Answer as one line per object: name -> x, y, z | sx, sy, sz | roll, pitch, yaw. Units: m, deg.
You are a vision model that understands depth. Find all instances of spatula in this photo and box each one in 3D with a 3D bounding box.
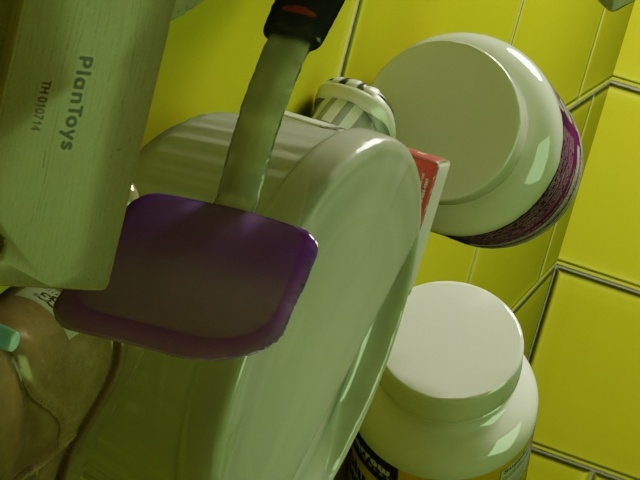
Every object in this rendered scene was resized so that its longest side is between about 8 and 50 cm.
spatula -> -0.019, -0.062, 0.725 | 0.030, 0.084, 0.296 | 92, 15, -51

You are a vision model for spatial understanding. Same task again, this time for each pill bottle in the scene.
pill bottle -> 0.127, -0.083, 1.476 | 0.301, 0.169, 0.169 | 14, 95, -76
pill bottle -> 0.121, 0.196, 1.771 | 0.334, 0.188, 0.188 | 89, 24, -51

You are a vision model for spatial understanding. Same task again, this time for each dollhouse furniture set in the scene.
dollhouse furniture set -> -0.183, -0.065, 0.426 | 0.242, 0.161, 0.212 | 5, 105, -40

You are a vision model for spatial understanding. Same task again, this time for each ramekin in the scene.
ramekin -> -0.052, 0.050, 1.030 | 0.273, 0.127, 0.273 | -54, 155, -39

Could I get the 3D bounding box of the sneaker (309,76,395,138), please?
sneaker -> 0.000, 0.000, 1.314 | 0.132, 0.086, 0.228 | -52, 146, -41

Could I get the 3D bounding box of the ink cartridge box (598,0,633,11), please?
ink cartridge box -> 0.109, -0.296, 0.830 | 0.131, 0.306, 0.226 | -25, 147, -18

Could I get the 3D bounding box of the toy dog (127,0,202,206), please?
toy dog -> -0.081, -0.124, 0.663 | 0.333, 0.161, 0.220 | 80, 32, -62

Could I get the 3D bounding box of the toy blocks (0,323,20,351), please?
toy blocks -> -0.179, 0.039, 0.528 | 0.054, 0.148, 0.123 | 89, 24, -53

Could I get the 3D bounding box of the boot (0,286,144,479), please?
boot -> -0.200, 0.126, 0.706 | 0.269, 0.089, 0.236 | -31, 148, -58

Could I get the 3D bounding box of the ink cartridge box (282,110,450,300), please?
ink cartridge box -> 0.006, -0.026, 1.168 | 0.056, 0.135, 0.099 | -19, 126, -76
